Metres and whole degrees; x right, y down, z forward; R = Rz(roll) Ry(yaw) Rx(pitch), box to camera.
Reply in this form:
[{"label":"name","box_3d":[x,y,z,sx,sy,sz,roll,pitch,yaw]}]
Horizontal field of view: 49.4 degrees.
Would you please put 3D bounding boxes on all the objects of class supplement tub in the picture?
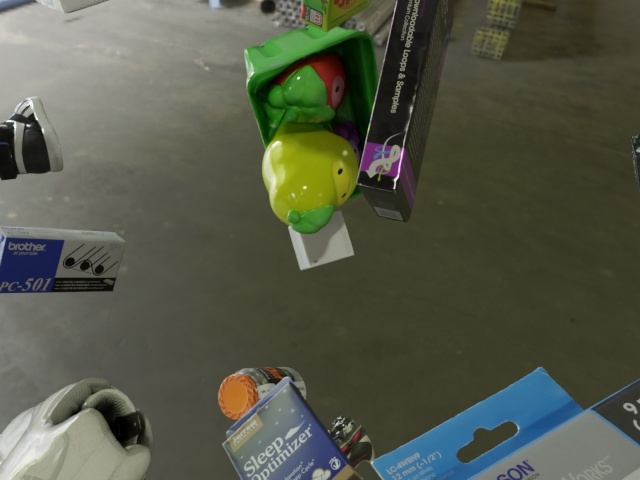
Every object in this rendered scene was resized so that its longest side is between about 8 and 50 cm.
[{"label":"supplement tub","box_3d":[-0.125,0.332,1.498,0.117,0.117,0.190,32,9,31]}]

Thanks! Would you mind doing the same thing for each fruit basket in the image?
[{"label":"fruit basket","box_3d":[0.002,-0.181,1.308,0.282,0.392,0.392,-23,40,-8]}]

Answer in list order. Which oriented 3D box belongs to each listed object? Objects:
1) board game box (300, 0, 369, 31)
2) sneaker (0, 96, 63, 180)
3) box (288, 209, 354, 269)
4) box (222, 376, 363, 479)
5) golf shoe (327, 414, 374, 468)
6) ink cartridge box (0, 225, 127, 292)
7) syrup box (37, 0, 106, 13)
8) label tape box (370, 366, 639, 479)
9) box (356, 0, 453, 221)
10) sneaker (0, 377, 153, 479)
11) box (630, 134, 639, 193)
[{"label":"board game box","box_3d":[0.026,-0.346,0.806,0.043,0.181,0.092,31,51,22]},{"label":"sneaker","box_3d":[-0.443,-0.147,0.976,0.121,0.079,0.217,-13,28,-26]},{"label":"box","box_3d":[0.000,0.000,1.444,0.102,0.101,0.087,-16,-2,-15]},{"label":"box","box_3d":[-0.053,0.294,0.969,0.136,0.036,0.225,-43,40,-2]},{"label":"golf shoe","box_3d":[-0.001,0.507,1.503,0.273,0.120,0.105,-36,18,-9]},{"label":"ink cartridge box","box_3d":[-0.427,0.033,1.135,0.207,0.097,0.046,4,21,-48]},{"label":"syrup box","box_3d":[-0.192,-0.324,0.729,0.237,0.093,0.096,-31,41,-27]},{"label":"label tape box","box_3d":[0.243,0.233,0.602,0.249,0.115,0.347,-19,41,-26]},{"label":"box","box_3d":[0.060,-0.101,0.464,0.029,0.162,0.116,13,-5,12]},{"label":"sneaker","box_3d":[-0.163,0.148,0.464,0.110,0.118,0.292,36,-12,-14]},{"label":"box","box_3d":[0.412,-0.096,0.842,0.062,0.052,0.083,-8,21,22]}]
